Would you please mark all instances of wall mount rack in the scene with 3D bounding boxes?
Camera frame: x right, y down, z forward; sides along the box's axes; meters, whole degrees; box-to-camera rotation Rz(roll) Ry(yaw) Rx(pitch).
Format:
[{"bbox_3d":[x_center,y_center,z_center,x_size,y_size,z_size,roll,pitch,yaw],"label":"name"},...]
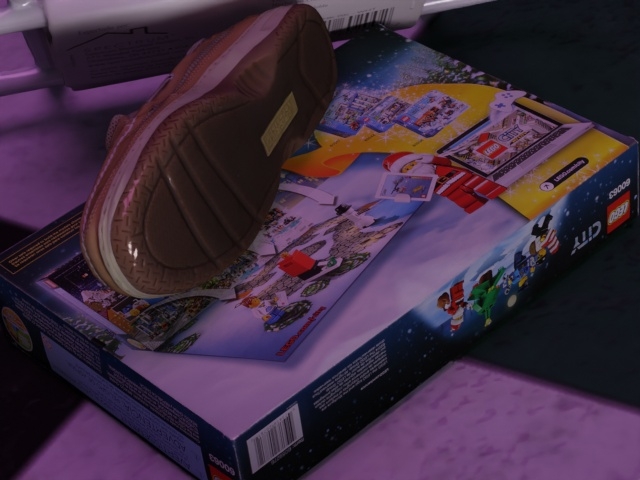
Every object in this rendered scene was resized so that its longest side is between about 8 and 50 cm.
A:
[{"bbox_3d":[-0.045,-0.166,0.785,0.350,0.304,0.131,-11,80,-5],"label":"wall mount rack"}]

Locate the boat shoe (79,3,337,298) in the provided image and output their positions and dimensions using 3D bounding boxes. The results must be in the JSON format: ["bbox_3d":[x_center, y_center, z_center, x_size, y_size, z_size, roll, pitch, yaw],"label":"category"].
[{"bbox_3d":[-0.057,-0.035,0.725,0.072,0.068,0.190,-3,27,26],"label":"boat shoe"}]

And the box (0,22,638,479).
[{"bbox_3d":[0.000,0.000,0.749,0.233,0.044,0.159,-34,45,-29],"label":"box"}]
